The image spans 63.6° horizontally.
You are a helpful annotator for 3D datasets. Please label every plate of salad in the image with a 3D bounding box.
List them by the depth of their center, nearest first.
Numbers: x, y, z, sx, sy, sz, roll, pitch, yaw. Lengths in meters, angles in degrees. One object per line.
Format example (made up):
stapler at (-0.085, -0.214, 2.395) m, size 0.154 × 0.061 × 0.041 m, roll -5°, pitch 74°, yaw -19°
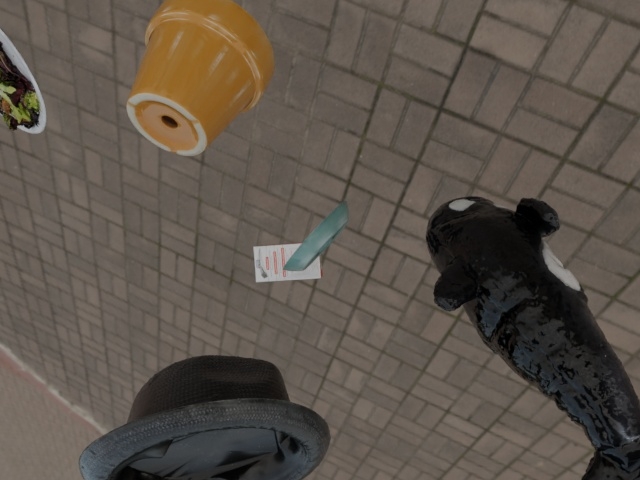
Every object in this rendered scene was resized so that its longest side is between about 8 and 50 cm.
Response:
plate of salad at (-0.466, -0.236, 0.725) m, size 0.200 × 0.048 × 0.200 m, roll 23°, pitch 139°, yaw 22°

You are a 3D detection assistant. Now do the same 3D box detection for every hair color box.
hair color box at (-0.081, 0.053, 1.311) m, size 0.167 × 0.053 × 0.093 m, roll -4°, pitch 92°, yaw 6°

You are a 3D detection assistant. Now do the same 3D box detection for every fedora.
fedora at (-0.159, 0.261, 0.742) m, size 0.334 × 0.152 × 0.334 m, roll -7°, pitch 134°, yaw -8°

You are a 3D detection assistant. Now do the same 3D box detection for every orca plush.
orca plush at (0.136, 0.064, 0.417) m, size 0.102 × 0.287 × 0.151 m, roll -3°, pitch 144°, yaw -15°

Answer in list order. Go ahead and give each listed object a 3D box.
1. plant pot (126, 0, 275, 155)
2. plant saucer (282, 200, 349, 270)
plant pot at (-0.198, -0.243, 0.806) m, size 0.205 × 0.188 × 0.205 m, roll 15°, pitch 151°, yaw 9°
plant saucer at (0.000, 0.000, 0.657) m, size 0.021 × 0.119 × 0.119 m, roll 43°, pitch 133°, yaw 3°
